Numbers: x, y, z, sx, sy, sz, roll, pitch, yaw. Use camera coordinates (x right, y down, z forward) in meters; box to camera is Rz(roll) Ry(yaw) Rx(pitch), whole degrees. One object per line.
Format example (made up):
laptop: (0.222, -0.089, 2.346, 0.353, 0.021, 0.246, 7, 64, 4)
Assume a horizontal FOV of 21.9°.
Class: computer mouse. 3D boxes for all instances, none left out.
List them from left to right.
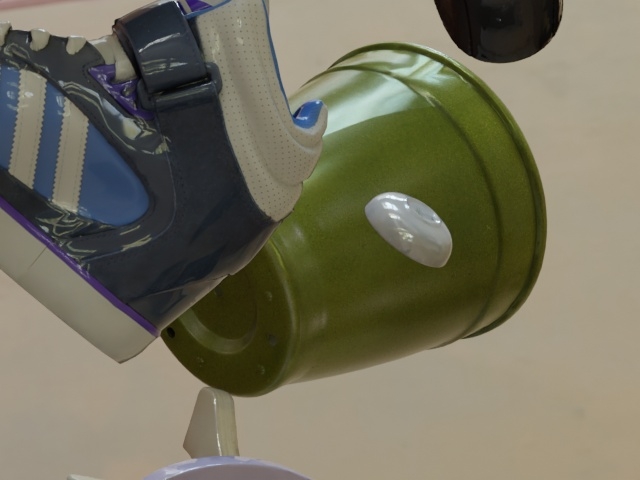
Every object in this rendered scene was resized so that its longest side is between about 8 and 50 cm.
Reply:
computer mouse: (0.076, -0.250, 1.160, 0.060, 0.184, 0.262, -156, -122, -84)

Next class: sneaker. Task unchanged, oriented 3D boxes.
sneaker: (-0.147, -0.108, 0.985, 0.323, 0.236, 0.130, 44, -4, -13)

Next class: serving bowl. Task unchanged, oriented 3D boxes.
serving bowl: (0.079, -0.014, 1.385, 0.027, 0.083, 0.083, -53, -154, 22)

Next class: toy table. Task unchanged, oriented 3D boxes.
toy table: (-0.107, 0.284, 1.622, 0.161, 0.274, 0.252, 20, -98, 59)

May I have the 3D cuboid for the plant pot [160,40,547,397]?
plant pot: (0.000, 0.000, 1.822, 0.366, 0.353, 0.367, 20, -59, 36)
